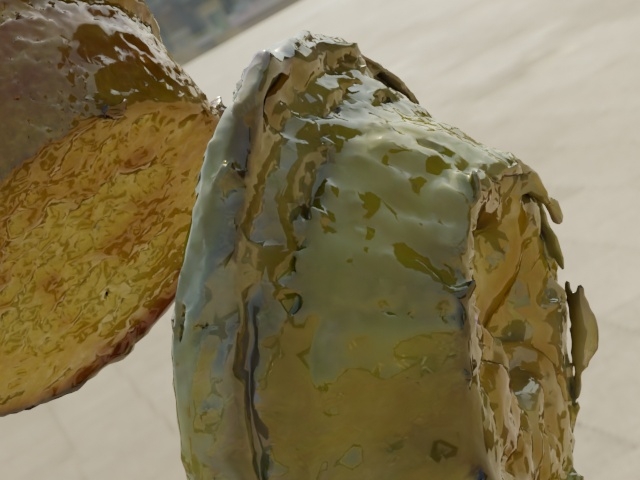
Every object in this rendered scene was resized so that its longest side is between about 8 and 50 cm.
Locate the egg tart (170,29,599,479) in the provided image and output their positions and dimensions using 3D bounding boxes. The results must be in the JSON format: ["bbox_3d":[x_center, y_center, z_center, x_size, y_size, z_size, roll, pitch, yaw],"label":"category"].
[{"bbox_3d":[0.042,0.053,0.790,0.120,0.315,0.315,-6,17,24],"label":"egg tart"}]

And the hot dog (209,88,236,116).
[{"bbox_3d":[0.000,0.000,1.734,0.135,0.337,0.100,-27,7,26],"label":"hot dog"}]

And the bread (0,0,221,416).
[{"bbox_3d":[-0.253,-0.032,1.484,0.398,0.215,0.398,-35,-29,-23],"label":"bread"}]
